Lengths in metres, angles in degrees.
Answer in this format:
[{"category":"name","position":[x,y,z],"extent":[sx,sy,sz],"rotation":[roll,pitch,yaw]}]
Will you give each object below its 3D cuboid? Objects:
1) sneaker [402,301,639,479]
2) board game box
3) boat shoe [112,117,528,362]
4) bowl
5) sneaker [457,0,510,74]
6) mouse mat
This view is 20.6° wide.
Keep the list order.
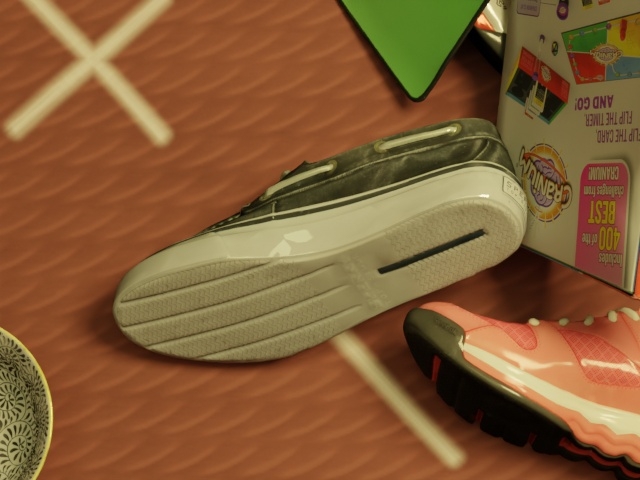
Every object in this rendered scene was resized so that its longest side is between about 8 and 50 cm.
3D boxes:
[{"category":"sneaker","position":[0.217,0.102,1.342],"extent":[0.314,0.116,0.136],"rotation":[24,70,2]},{"category":"board game box","position":[0.211,-0.136,1.265],"extent":[0.064,0.242,0.316],"rotation":[2,101,-21]},{"category":"boat shoe","position":[0.000,0.000,1.370],"extent":[0.335,0.121,0.119],"rotation":[-16,41,14]},{"category":"bowl","position":[-0.283,0.147,1.371],"extent":[0.170,0.080,0.170],"rotation":[-1,78,4]},{"category":"sneaker","position":[0.140,-0.265,1.426],"extent":[0.145,0.090,0.270],"rotation":[-33,74,1]},{"category":"mouse mat","position":[0.077,-0.220,1.382],"extent":[0.007,0.189,0.152],"rotation":[-15,62,-37]}]
